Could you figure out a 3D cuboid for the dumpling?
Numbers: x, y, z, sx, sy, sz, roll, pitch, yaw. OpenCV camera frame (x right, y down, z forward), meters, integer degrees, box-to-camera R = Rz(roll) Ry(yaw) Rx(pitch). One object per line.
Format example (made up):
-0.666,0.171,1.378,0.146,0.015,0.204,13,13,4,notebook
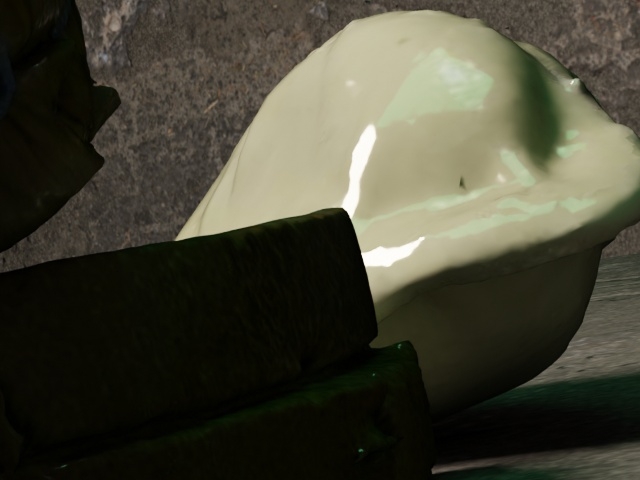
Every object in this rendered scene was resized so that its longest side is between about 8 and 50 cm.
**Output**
0.000,0.000,0.883,0.242,0.187,0.318,-14,-8,-21,dumpling

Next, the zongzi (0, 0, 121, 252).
-0.134,-0.016,0.639,0.125,0.274,0.251,-24,38,-17,zongzi

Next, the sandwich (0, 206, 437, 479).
-0.075,0.058,0.674,0.292,0.109,0.212,-11,2,-42,sandwich
